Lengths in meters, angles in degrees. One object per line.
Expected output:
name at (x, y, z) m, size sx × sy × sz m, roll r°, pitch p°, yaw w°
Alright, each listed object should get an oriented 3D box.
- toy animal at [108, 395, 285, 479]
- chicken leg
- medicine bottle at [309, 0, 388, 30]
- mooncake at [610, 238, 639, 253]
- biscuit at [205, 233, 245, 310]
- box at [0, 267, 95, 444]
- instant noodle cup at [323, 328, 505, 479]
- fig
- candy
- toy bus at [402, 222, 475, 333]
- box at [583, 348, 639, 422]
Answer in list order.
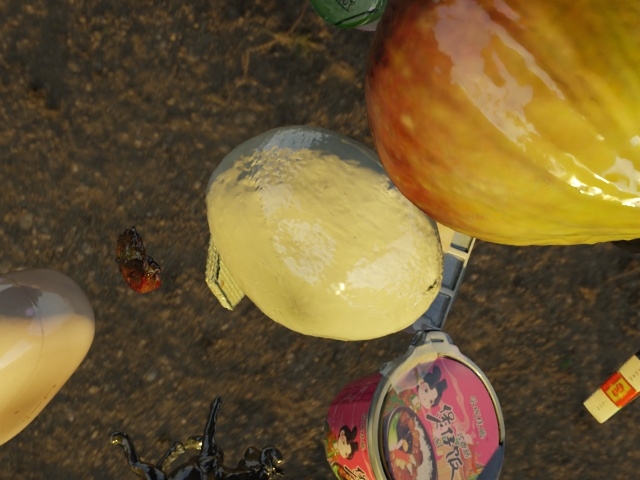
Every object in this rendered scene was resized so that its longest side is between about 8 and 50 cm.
toy animal at (-0.169, 0.298, 1.331) m, size 0.233 × 0.084 × 0.148 m, roll -18°, pitch 43°, yaw -15°
chicken leg at (-0.183, 0.024, 1.045) m, size 0.037 × 0.145 × 0.062 m, roll -8°, pitch 111°, yaw -20°
medicine bottle at (0.091, -0.345, 1.334) m, size 0.133 × 0.133 × 0.274 m, roll 51°, pitch 36°, yaw 5°
mooncake at (0.350, -0.106, 1.151) m, size 0.124 × 0.228 × 0.228 m, roll 22°, pitch 64°, yaw -1°
biscuit at (-0.125, -0.008, 1.862) m, size 0.046 × 0.147 × 0.250 m, roll 17°, pitch 59°, yaw 38°
box at (-0.266, 0.103, 0.819) m, size 0.088 × 0.200 × 0.146 m, roll 49°, pitch 27°, yaw 14°
instant noodle cup at (0.123, 0.291, 1.531) m, size 0.258 × 0.182 × 0.302 m, roll 16°, pitch 72°, yaw -33°
fig at (0.130, -0.043, 0.428) m, size 0.231 × 0.160 × 0.143 m, roll 36°, pitch 24°, yaw 8°
candy at (0.000, 0.000, 1.174) m, size 0.296 × 0.295 × 0.185 m, roll 33°, pitch 53°, yaw -4°
toy bus at (0.172, -0.021, 1.597) m, size 0.138 × 0.097 × 0.342 m, roll 21°, pitch 86°, yaw -25°
box at (0.393, 0.102, 1.099) m, size 0.235 × 0.132 × 0.034 m, roll -30°, pitch 70°, yaw -25°
